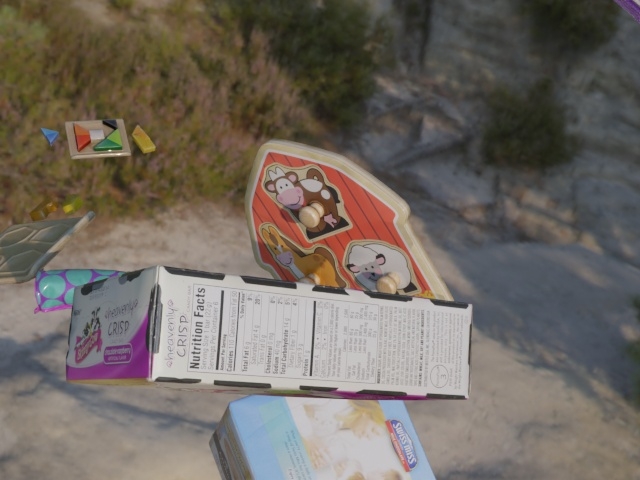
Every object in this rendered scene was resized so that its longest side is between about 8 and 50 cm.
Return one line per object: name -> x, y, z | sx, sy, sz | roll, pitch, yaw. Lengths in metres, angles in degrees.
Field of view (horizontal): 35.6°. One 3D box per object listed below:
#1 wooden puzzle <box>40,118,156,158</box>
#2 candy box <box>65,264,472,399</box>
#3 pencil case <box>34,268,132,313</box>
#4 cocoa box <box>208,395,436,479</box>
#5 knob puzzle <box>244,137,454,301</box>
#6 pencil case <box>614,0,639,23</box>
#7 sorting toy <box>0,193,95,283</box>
wooden puzzle -> -0.253, -0.119, 1.138 | 0.116, 0.014, 0.078 | -11, 45, -23
candy box -> -0.035, 0.070, 0.680 | 0.233, 0.071, 0.159 | 9, -12, -29
pencil case -> -0.356, 0.079, 1.517 | 0.151, 0.064, 0.070 | 1, 66, -10
cocoa box -> 0.023, 0.363, 1.331 | 0.231, 0.228, 0.347 | -17, 72, -18
knob puzzle -> 0.000, 0.000, 0.867 | 0.213, 0.213, 0.030 | 29, 46, 19
pencil case -> 0.197, -0.116, 0.484 | 0.206, 0.088, 0.086 | 43, -2, 4
sorting toy -> -0.518, 0.002, 1.813 | 0.229, 0.041, 0.307 | -9, 27, 27
